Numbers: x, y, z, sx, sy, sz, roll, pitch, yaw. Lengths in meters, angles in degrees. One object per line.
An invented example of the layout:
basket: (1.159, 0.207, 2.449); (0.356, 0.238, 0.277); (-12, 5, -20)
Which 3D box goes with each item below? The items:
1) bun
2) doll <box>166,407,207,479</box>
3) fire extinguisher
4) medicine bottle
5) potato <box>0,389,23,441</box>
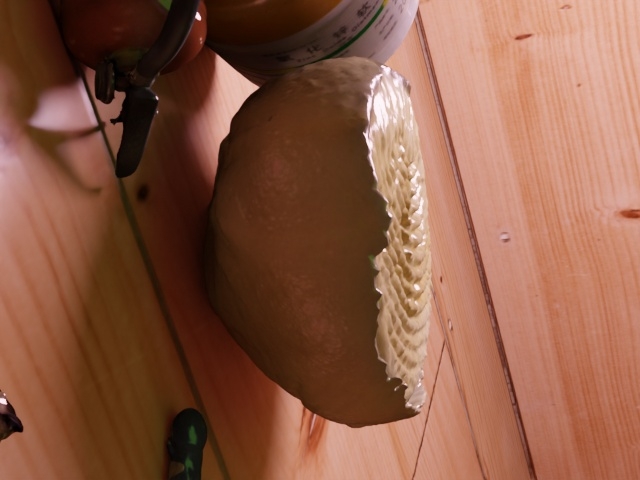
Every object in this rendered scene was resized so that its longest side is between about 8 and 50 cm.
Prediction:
bun: (-0.004, 0.003, 1.002); (0.364, 0.202, 0.364); (-5, 90, -77)
doll: (-0.111, 0.197, 0.842); (0.037, 0.027, 0.125); (53, 34, -53)
fire extinguisher: (-0.149, -0.255, 0.801); (0.200, 0.113, 0.376); (112, -26, -73)
medicine bottle: (-0.038, -0.280, 0.997); (0.232, 0.238, 0.237); (30, 51, -68)
potato: (-0.252, 0.002, 0.464); (0.261, 0.100, 0.120); (59, -18, -12)
